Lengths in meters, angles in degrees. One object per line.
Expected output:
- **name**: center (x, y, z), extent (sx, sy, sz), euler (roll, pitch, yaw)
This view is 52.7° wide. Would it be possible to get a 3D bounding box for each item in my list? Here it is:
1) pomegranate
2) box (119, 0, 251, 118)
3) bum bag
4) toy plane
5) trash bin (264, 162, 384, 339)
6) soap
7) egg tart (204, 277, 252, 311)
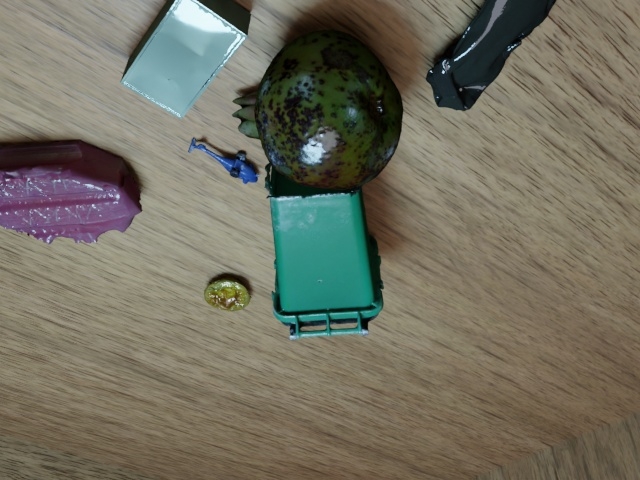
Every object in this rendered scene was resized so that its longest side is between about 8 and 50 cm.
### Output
- **pomegranate**: center (-0.025, -0.226, 1.189), extent (0.340, 0.285, 0.285), euler (5, 149, 42)
- **box**: center (-0.242, -0.344, 1.154), extent (0.129, 0.086, 0.225), euler (29, 131, -28)
- **bum bag**: center (0.299, -0.365, 1.145), extent (0.142, 0.080, 0.326), euler (15, 133, -28)
- **toy plane**: center (-0.203, -0.166, 1.387), extent (0.167, 0.054, 0.062), euler (30, 156, -30)
- **trash bin**: center (0.000, 0.000, 1.406), extent (0.258, 0.295, 0.381), euler (-5, 132, 5)
- **soap**: center (-0.554, -0.103, 1.394), extent (0.324, 0.127, 0.220), euler (-2, 139, 1)
- **egg tart**: center (-0.245, 0.140, 1.724), extent (0.130, 0.052, 0.130), euler (1, 137, 1)
